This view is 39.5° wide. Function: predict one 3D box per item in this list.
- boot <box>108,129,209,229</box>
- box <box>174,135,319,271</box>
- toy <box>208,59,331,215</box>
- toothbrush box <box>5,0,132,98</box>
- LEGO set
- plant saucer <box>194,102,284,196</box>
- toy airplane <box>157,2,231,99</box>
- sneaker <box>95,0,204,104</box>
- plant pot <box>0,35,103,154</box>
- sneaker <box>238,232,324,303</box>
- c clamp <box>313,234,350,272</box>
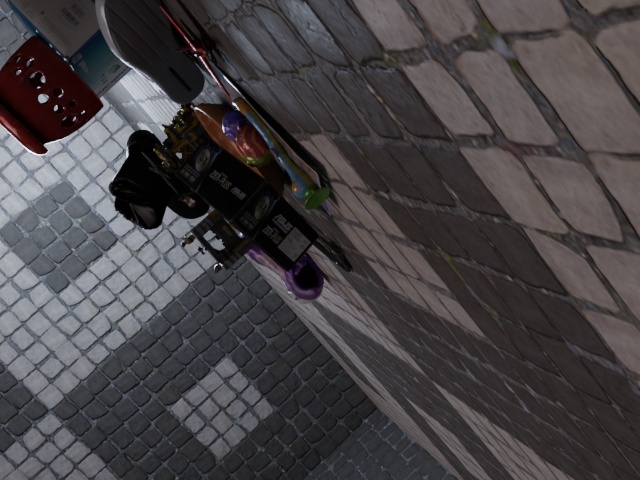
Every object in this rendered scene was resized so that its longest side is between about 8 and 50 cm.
[{"bbox_3d":[-0.328,-0.084,1.817,0.246,0.094,0.207,53,-156,-32],"label":"boot"},{"bbox_3d":[-0.106,-0.052,1.326,0.147,0.077,0.180,38,175,37],"label":"box"},{"bbox_3d":[-0.082,-0.128,1.224,0.237,0.056,0.137,45,171,21],"label":"toy"},{"bbox_3d":[-0.512,-0.432,1.811,0.216,0.126,0.295,45,172,3],"label":"toothbrush box"},{"bbox_3d":[-0.230,-0.087,1.738,0.331,0.192,0.255,52,172,-26],"label":"LEGO set"},{"bbox_3d":[-0.123,-0.147,1.427,0.200,0.037,0.200,46,172,9],"label":"plant saucer"},{"bbox_3d":[-0.159,-0.247,1.148,0.151,0.028,0.151,48,172,9],"label":"toy airplane"},{"bbox_3d":[-0.255,-0.283,1.253,0.091,0.094,0.258,39,170,27],"label":"sneaker"},{"bbox_3d":[-0.550,-0.274,1.741,0.191,0.174,0.191,42,171,8],"label":"plant pot"},{"bbox_3d":[-0.076,0.041,1.955,0.236,0.095,0.104,44,166,-8],"label":"sneaker"},{"bbox_3d":[0.000,0.000,1.565,0.161,0.022,0.137,37,172,49],"label":"c clamp"}]
